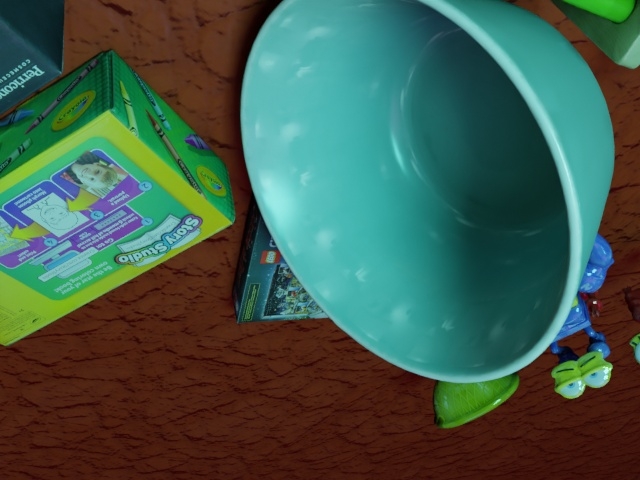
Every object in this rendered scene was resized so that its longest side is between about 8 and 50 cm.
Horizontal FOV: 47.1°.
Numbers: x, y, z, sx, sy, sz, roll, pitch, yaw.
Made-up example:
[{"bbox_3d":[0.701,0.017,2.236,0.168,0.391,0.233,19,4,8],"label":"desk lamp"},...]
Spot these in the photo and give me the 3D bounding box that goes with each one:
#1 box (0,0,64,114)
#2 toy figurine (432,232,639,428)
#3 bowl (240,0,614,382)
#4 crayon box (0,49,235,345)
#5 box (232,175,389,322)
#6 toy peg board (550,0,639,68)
[{"bbox_3d":[-0.281,-0.146,0.480,0.156,0.093,0.158,-28,140,15],"label":"box"},{"bbox_3d":[0.242,0.062,0.906,0.362,0.191,0.217,-31,109,29],"label":"toy figurine"},{"bbox_3d":[0.097,-0.065,0.577,0.163,0.311,0.311,-32,152,-35],"label":"bowl"},{"bbox_3d":[-0.237,-0.023,0.648,0.278,0.081,0.165,-27,140,14],"label":"crayon box"},{"bbox_3d":[0.000,0.000,0.782,0.159,0.044,0.233,-1,139,-17],"label":"box"},{"bbox_3d":[0.183,-0.225,0.472,0.079,0.161,0.160,13,125,-20],"label":"toy peg board"}]
